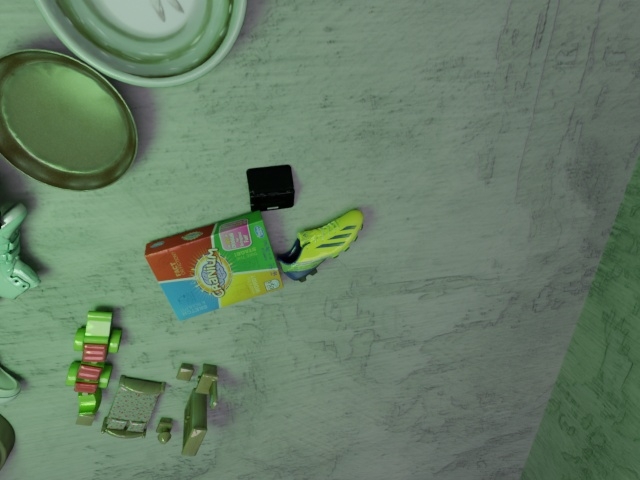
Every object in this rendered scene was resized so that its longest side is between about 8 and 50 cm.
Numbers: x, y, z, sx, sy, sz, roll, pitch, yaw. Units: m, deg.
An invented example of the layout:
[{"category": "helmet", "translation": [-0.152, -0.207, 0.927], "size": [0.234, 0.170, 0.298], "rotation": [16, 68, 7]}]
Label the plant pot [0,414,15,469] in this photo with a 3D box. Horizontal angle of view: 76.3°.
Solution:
[{"category": "plant pot", "translation": [-1.062, 0.653, 1.096], "size": [0.323, 0.280, 0.323], "rotation": [-7, 118, -14]}]

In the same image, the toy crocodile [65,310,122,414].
[{"category": "toy crocodile", "translation": [-0.647, 0.346, 1.159], "size": [0.115, 0.105, 0.341], "rotation": [14, 111, -22]}]

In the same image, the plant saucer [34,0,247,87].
[{"category": "plant saucer", "translation": [-0.349, -0.519, 0.808], "size": [0.400, 0.100, 0.401], "rotation": [-7, 117, -13]}]

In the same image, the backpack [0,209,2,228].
[{"category": "backpack", "translation": [-0.817, -0.102, 0.812], "size": [0.225, 0.191, 0.254], "rotation": [-29, 88, 12]}]

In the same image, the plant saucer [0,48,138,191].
[{"category": "plant saucer", "translation": [-0.557, -0.253, 0.885], "size": [0.310, 0.050, 0.311], "rotation": [-3, 127, -5]}]

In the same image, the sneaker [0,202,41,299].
[{"category": "sneaker", "translation": [-0.730, 0.033, 0.983], "size": [0.151, 0.094, 0.256], "rotation": [35, 107, -27]}]

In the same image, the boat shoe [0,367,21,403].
[{"category": "boat shoe", "translation": [-0.926, 0.340, 1.087], "size": [0.088, 0.096, 0.267], "rotation": [-42, 112, 12]}]

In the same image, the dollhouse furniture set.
[{"category": "dollhouse furniture set", "translation": [-0.530, 0.520, 1.244], "size": [0.355, 0.174, 0.303], "rotation": [18, 109, -24]}]

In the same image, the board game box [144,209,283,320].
[{"category": "board game box", "translation": [-0.285, 0.074, 1.141], "size": [0.316, 0.064, 0.242], "rotation": [-18, 123, -6]}]

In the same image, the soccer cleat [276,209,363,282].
[{"category": "soccer cleat", "translation": [0.000, 0.001, 1.182], "size": [0.289, 0.093, 0.121], "rotation": [-40, 113, 6]}]

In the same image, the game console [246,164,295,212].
[{"category": "game console", "translation": [-0.136, -0.140, 1.115], "size": [0.122, 0.071, 0.107], "rotation": [-8, 148, -11]}]
